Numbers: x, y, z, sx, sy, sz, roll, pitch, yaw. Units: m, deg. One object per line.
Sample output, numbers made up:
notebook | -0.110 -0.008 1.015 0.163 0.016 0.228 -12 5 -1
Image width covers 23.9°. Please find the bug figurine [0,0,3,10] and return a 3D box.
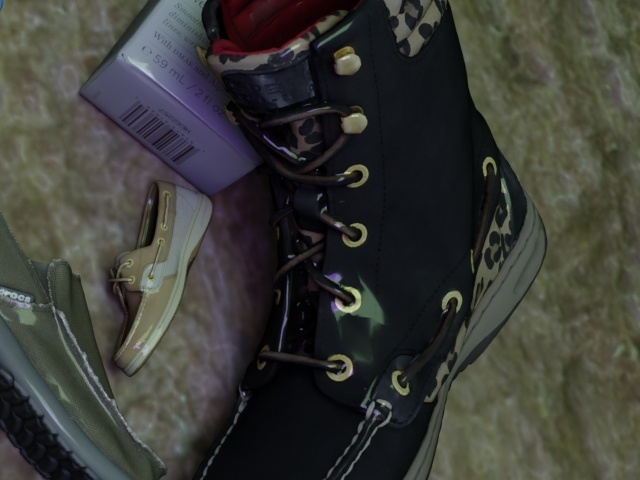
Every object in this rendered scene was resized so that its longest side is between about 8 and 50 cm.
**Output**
bug figurine | -0.307 -0.154 0.852 0.279 0.072 0.216 34 43 -18

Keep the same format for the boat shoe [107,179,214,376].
boat shoe | -0.109 0.021 0.948 0.045 0.050 0.135 28 54 -16

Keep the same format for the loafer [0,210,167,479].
loafer | -0.163 0.051 0.879 0.087 0.094 0.251 -39 96 -28

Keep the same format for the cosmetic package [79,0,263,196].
cosmetic package | -0.045 -0.154 1.013 0.117 0.085 0.231 39 62 -15

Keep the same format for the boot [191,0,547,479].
boot | 0.000 0.000 0.888 0.377 0.138 0.284 -49 134 -34
